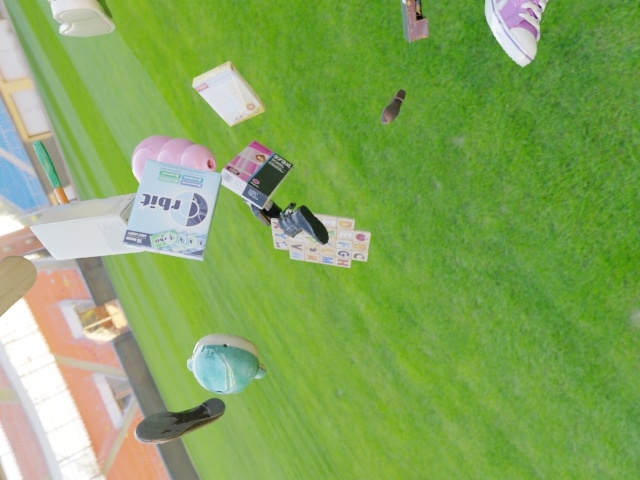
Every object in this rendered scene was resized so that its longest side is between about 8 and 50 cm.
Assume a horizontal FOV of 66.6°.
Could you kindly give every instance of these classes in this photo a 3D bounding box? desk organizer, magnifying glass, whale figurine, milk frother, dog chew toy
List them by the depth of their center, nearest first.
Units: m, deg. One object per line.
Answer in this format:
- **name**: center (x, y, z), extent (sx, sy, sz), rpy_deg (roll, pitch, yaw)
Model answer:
- **desk organizer**: center (0.223, -0.547, 1.157), extent (0.047, 0.050, 0.130), rpy_deg (-106, 1, -54)
- **whale figurine**: center (-0.257, 0.364, 1.316), extent (0.272, 0.216, 0.141), rpy_deg (103, 173, -49)
- **magnifying glass**: center (-0.738, -0.168, 1.355), extent (0.231, 0.026, 0.092), rpy_deg (69, 162, -3)
- **dog chew toy**: center (-0.493, -0.263, 1.680), extent (0.331, 0.206, 0.207), rpy_deg (5, 118, 34)
- **milk frother**: center (-0.182, -0.138, 1.775), extent (0.135, 0.143, 0.129), rpy_deg (47, -174, -36)

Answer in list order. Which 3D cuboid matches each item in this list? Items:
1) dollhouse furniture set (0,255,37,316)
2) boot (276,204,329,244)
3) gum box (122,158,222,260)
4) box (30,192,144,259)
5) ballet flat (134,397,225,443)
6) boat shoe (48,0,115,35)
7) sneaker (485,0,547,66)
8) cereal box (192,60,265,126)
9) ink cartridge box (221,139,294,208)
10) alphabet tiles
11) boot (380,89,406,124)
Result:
- **dollhouse furniture set**: center (-0.690, -0.074, 0.803), extent (0.362, 0.256, 0.394), rpy_deg (3, 133, 30)
- **boot**: center (-0.046, -0.029, 1.207), extent (0.099, 0.045, 0.121), rpy_deg (-24, 110, 46)
- **gum box**: center (-0.298, -0.063, 0.999), extent (0.041, 0.156, 0.185), rpy_deg (116, 163, -71)
- **box**: center (-0.522, -0.030, 1.138), extent (0.275, 0.094, 0.113), rpy_deg (-4, 128, 21)
- **ballet flat**: center (-0.356, 0.470, 1.253), extent (0.084, 0.249, 0.058), rpy_deg (44, 121, 31)
- **boat shoe**: center (-0.501, -0.491, 1.008), extent (0.324, 0.116, 0.097), rpy_deg (-145, 42, -67)
- **sneaker**: center (0.408, -0.483, 0.939), extent (0.161, 0.102, 0.282), rpy_deg (-27, 55, 46)
- **cereal box**: center (-0.347, -0.557, 1.869), extent (0.240, 0.172, 0.047), rpy_deg (47, -146, -49)
- **ink cartridge box**: center (-0.208, -0.256, 1.732), extent (0.175, 0.371, 0.069), rpy_deg (32, 121, -4)
- **alphabet tiles**: center (0.000, 0.000, 1.702), extent (0.285, 0.342, 0.011), rpy_deg (91, -171, -54)
- **boot**: center (0.175, -0.324, 1.254), extent (0.037, 0.106, 0.114), rpy_deg (36, 169, -4)
